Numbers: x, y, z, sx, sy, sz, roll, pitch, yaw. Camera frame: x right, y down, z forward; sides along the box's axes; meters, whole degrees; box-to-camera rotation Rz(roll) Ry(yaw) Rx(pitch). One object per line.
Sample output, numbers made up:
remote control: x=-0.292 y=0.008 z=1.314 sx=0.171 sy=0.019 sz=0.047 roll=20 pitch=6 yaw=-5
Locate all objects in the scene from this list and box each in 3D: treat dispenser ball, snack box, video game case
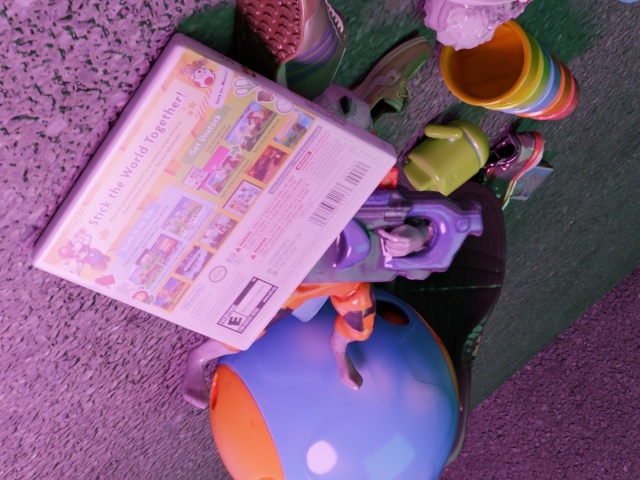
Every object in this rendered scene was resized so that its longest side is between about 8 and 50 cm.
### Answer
treat dispenser ball: x=0.016 y=0.189 z=1.403 sx=0.288 sy=0.288 sz=0.288 roll=-37 pitch=160 yaw=-16
snack box: x=0.281 y=-0.089 z=1.739 sx=0.064 sy=0.022 sz=0.178 roll=-51 pitch=159 yaw=19
video game case: x=-0.085 y=-0.029 z=0.970 sx=0.206 sy=0.026 sz=0.227 roll=25 pitch=117 yaw=-28

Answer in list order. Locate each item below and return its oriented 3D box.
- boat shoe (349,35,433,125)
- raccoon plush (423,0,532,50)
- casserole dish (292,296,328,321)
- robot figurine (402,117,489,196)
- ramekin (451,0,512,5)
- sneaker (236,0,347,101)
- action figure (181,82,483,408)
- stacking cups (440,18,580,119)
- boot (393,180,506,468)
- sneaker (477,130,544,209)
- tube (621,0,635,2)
boat shoe: x=0.062 y=-0.140 z=1.170 sx=0.135 sy=0.045 sz=0.050 roll=-43 pitch=161 yaw=0
raccoon plush: x=0.327 y=-0.274 z=1.027 sx=0.216 sy=0.299 sz=0.446 roll=-23 pitch=153 yaw=-45
casserole dish: x=0.000 y=0.000 z=1.275 sx=0.037 sy=0.114 sz=0.188 roll=19 pitch=126 yaw=-23
robot figurine: x=0.146 y=-0.093 z=1.398 sx=0.115 sy=0.067 sz=0.101 roll=-38 pitch=148 yaw=-15
ramekin: x=0.135 y=-0.287 z=0.847 sx=0.273 sy=0.127 sz=0.273 roll=-32 pitch=155 yaw=-17
sneaker: x=-0.016 y=-0.166 z=0.951 sx=0.086 sy=0.064 sz=0.192 roll=-41 pitch=162 yaw=-28
action figure: x=-0.048 y=-0.003 z=1.123 sx=0.341 sy=0.178 sz=0.330 roll=6 pitch=122 yaw=-22
stacking cups: x=0.225 y=-0.187 z=1.348 sx=0.096 sy=0.096 sz=0.316 roll=-50 pitch=164 yaw=18
boot: x=0.145 y=0.106 z=1.668 sx=0.284 sy=0.138 sz=0.377 roll=-159 pitch=-104 yaw=-84
sneaker: x=0.227 y=-0.090 z=1.611 sx=0.065 sy=0.061 sz=0.158 roll=10 pitch=129 yaw=-33
tube: x=0.325 y=-0.328 z=1.301 sx=0.080 sy=0.052 sz=0.207 roll=-52 pitch=155 yaw=-3
